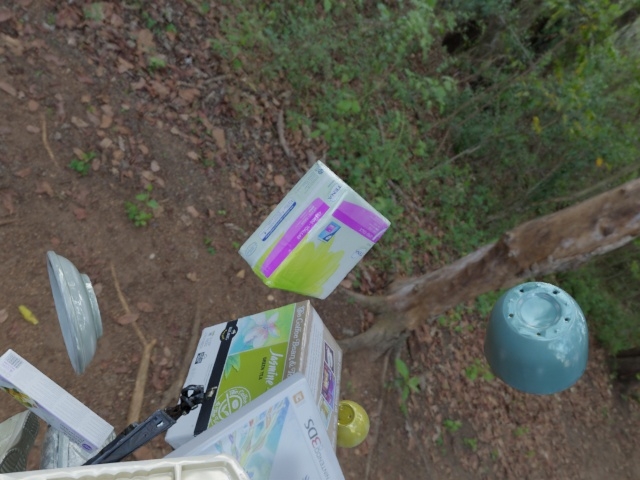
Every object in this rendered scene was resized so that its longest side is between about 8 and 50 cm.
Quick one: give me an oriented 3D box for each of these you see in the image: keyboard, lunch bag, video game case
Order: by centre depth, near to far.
[{"bbox_3d":[-0.240,0.252,0.646,0.201,0.317,0.033,-29,82,-38],"label":"keyboard"},{"bbox_3d":[-0.121,0.432,0.890,0.329,0.036,0.300,-28,114,-23],"label":"video game case"},{"bbox_3d":[-0.730,0.689,1.550,0.213,0.256,0.305,-9,48,-11],"label":"lunch bag"}]

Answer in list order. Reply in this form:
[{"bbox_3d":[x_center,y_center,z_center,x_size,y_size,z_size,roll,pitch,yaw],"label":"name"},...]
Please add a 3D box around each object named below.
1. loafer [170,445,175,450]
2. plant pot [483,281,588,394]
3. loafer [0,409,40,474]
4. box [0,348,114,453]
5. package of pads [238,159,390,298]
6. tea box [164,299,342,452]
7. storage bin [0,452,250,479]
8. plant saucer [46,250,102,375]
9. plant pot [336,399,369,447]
[{"bbox_3d":[-0.338,0.604,1.639,0.134,0.366,0.130,44,44,-34],"label":"loafer"},{"bbox_3d":[0.617,0.256,1.475,0.235,0.293,0.293,67,18,-49],"label":"plant pot"},{"bbox_3d":[-0.829,0.569,1.358,0.268,0.092,0.102,-101,176,-63],"label":"loafer"},{"bbox_3d":[-0.663,0.398,1.270,0.324,0.063,0.067,44,37,-14],"label":"box"},{"bbox_3d":[0.000,0.000,0.988,0.101,0.229,0.296,44,8,23],"label":"package of pads"},{"bbox_3d":[-0.137,0.361,1.238,0.329,0.323,0.220,-84,151,-51],"label":"tea box"},{"bbox_3d":[-0.206,0.347,0.481,0.260,0.262,0.123,8,24,-31],"label":"storage bin"},{"bbox_3d":[-0.768,0.219,1.634,0.100,0.400,0.400,-14,74,-30],"label":"plant saucer"},{"bbox_3d":[0.071,0.519,1.496,0.095,0.134,0.134,75,9,-54],"label":"plant pot"}]
